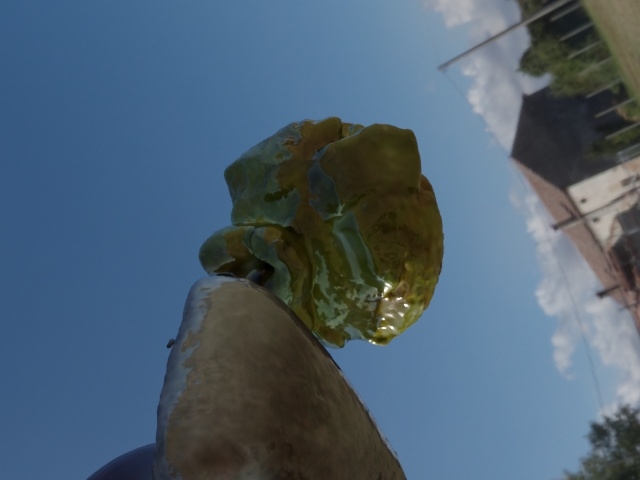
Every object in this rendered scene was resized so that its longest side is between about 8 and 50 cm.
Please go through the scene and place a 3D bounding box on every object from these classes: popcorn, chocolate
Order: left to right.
[{"bbox_3d":[-0.006,0.161,0.501,0.185,0.100,0.303,-85,-26,-50],"label":"chocolate"},{"bbox_3d":[-0.004,0.000,0.786,0.225,0.276,0.276,84,175,-62],"label":"popcorn"}]

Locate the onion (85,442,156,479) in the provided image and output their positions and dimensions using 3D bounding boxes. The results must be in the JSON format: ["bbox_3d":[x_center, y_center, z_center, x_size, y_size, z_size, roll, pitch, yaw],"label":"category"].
[{"bbox_3d":[-0.159,0.395,0.821,0.341,0.341,0.341,47,-151,-36],"label":"onion"}]
